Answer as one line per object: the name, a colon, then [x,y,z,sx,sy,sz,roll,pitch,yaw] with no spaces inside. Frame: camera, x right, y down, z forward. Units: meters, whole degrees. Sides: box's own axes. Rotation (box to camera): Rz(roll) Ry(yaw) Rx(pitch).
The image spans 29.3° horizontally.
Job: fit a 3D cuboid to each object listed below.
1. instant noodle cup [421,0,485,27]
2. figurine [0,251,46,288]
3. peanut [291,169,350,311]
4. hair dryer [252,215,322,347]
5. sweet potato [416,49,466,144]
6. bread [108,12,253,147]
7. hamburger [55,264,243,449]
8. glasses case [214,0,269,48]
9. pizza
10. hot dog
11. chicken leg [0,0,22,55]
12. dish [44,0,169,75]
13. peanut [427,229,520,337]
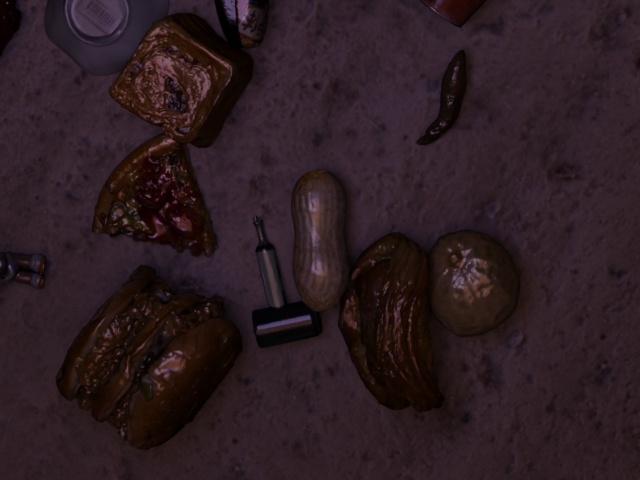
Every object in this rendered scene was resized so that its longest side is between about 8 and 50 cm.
instant noodle cup: [0.201,-0.375,1.693,0.127,0.127,0.136,35,110,-4]
figurine: [-0.511,0.041,1.822,0.197,0.093,0.147,10,113,0]
peanut: [0.000,0.000,1.777,0.087,0.087,0.207,-2,90,3]
hair dryer: [-0.067,0.057,1.826,0.100,0.057,0.198,-14,95,4]
sweet potato: [0.184,-0.201,1.764,0.041,0.038,0.153,28,111,20]
bread: [-0.188,-0.225,1.726,0.149,0.143,0.158,40,101,1]
hamburger: [-0.243,0.159,1.770,0.211,0.245,0.260,38,62,4]
glasses case: [-0.117,-0.426,1.689,0.082,0.122,0.321,-4,101,4]
pizza: [-0.225,-0.052,1.806,0.193,0.053,0.201,33,101,-4]
hot dog: [0.099,0.123,1.774,0.114,0.175,0.259,-12,99,-19]
chicken leg: [-0.452,-0.390,1.715,0.158,0.096,0.407,31,96,-37]
dish: [-0.312,-0.328,1.749,0.190,0.066,0.191,1,102,3]
peanut: [0.216,0.060,1.776,0.140,0.109,0.159,-30,100,6]
